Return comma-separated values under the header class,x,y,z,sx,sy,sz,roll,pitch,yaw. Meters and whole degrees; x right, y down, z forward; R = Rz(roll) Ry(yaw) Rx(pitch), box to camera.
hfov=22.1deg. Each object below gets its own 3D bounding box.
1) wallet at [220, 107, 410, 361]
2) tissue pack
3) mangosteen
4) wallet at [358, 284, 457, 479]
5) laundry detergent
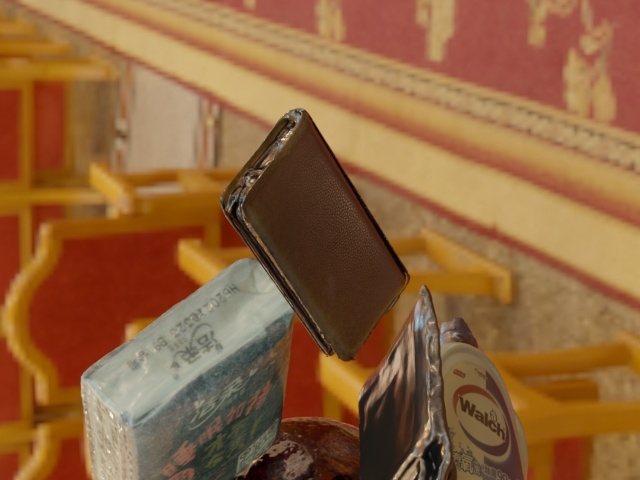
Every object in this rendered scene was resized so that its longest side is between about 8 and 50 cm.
class,x,y,z,sx,sy,sz,roll,pitch,yaw
wallet,0.000,0.000,1.312,0.031,0.110,0.198,9,144,42
tissue pack,-0.135,0.180,1.747,0.103,0.228,0.315,43,153,20
mangosteen,0.005,0.373,1.978,0.347,0.307,0.307,27,118,46
wallet,0.077,0.236,1.480,0.247,0.041,0.323,117,152,-58
laundry detergent,0.157,0.211,1.792,0.105,0.215,0.280,-31,33,30
